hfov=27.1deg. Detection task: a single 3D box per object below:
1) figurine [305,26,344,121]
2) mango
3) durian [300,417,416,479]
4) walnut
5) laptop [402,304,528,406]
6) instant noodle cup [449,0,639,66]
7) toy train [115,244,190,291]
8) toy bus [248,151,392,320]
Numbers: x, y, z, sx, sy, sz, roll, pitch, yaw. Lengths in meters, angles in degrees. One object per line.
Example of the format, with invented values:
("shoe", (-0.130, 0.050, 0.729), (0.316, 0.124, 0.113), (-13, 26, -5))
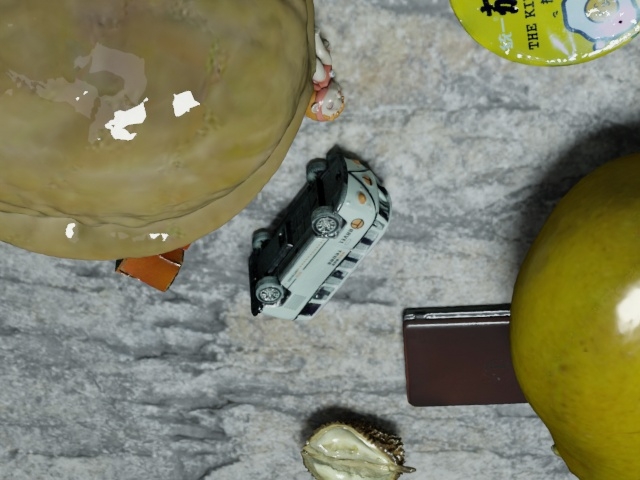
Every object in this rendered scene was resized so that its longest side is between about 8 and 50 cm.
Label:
("figurine", (-0.005, -0.153, 1.224), (0.047, 0.064, 0.109), (17, 150, 18))
("mango", (0.331, 0.111, 1.334), (0.301, 0.220, 0.445), (-16, 131, -16))
("durian", (0.052, 0.247, 1.576), (0.140, 0.071, 0.110), (6, 128, 18))
("walnut", (-0.183, -0.161, 1.030), (0.381, 0.381, 0.381), (1, 132, 1))
("laptop", (0.198, 0.131, 1.499), (0.207, 0.026, 0.153), (-3, 134, 5))
("instant noodle cup", (0.185, -0.254, 1.067), (0.182, 0.144, 0.182), (0, 132, 0))
("toy train", (-0.134, -0.047, 1.282), (0.074, 0.118, 0.176), (22, 131, -21))
("toy bus", (0.000, 0.000, 1.347), (0.089, 0.087, 0.194), (19, 130, -24))
